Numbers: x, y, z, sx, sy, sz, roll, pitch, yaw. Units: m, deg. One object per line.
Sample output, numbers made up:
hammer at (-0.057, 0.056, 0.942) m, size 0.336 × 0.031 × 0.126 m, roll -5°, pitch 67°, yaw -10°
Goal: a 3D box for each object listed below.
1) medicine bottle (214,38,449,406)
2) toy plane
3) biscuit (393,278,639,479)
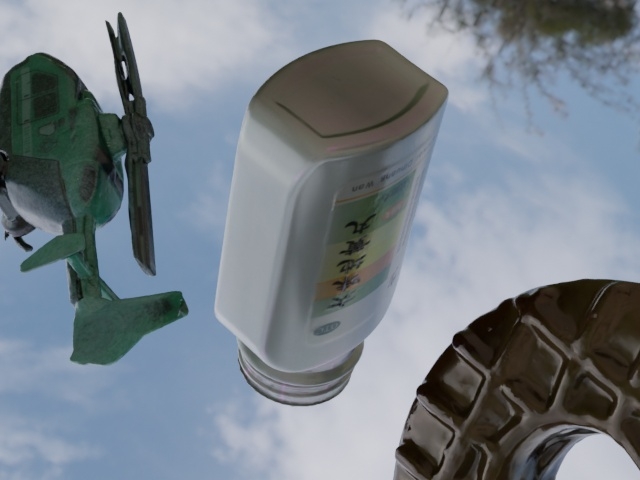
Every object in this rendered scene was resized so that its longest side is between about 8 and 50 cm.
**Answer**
medicine bottle at (0.000, 0.000, 1.108) m, size 0.124 × 0.324 × 0.179 m, roll 40°, pitch -131°, yaw 24°
toy plane at (-0.123, -0.027, 0.657) m, size 0.096 × 0.060 × 0.235 m, roll -18°, pitch -131°, yaw 3°
biscuit at (0.202, 0.171, 1.029) m, size 0.115 × 0.366 × 0.268 m, roll 11°, pitch -123°, yaw -52°
